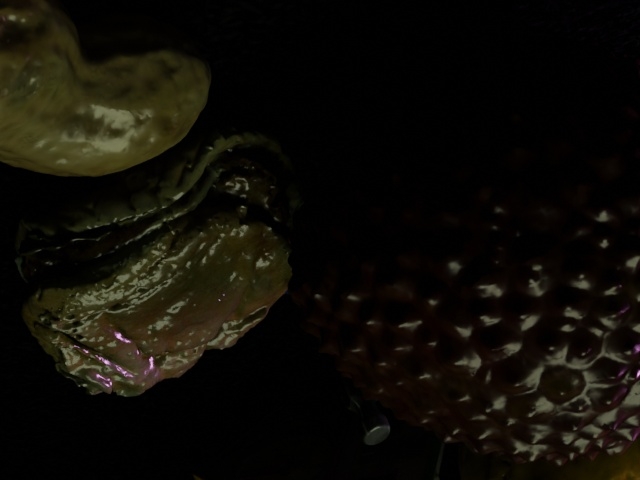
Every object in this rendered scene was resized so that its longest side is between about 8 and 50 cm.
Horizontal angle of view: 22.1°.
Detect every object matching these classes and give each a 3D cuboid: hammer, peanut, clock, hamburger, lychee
[{"bbox_3d":[0.152,0.093,1.517,0.287,0.111,0.033,-18,146,-11],"label":"hammer"},{"bbox_3d":[-0.154,-0.088,0.855,0.103,0.098,0.229,5,177,39],"label":"peanut"},{"bbox_3d":[0.005,0.269,1.694,0.309,0.235,0.166,-13,120,21],"label":"clock"},{"bbox_3d":[-0.109,-0.002,1.088,0.206,0.130,0.183,-30,152,0],"label":"hamburger"},{"bbox_3d":[0.129,0.008,1.022,0.304,0.276,0.276,-1,162,15],"label":"lychee"}]

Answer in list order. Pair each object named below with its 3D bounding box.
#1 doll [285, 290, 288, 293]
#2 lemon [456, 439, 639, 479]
[{"bbox_3d":[0.000,0.000,1.217,0.195,0.070,0.096,-6,128,-23],"label":"doll"},{"bbox_3d":[0.259,0.208,1.589,0.253,0.310,0.253,9,147,6],"label":"lemon"}]
